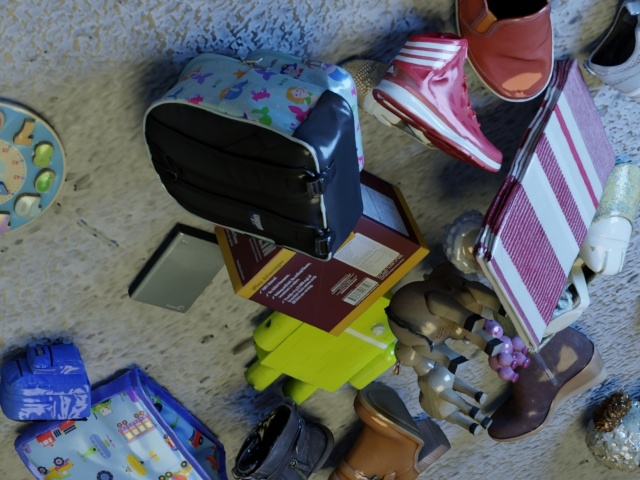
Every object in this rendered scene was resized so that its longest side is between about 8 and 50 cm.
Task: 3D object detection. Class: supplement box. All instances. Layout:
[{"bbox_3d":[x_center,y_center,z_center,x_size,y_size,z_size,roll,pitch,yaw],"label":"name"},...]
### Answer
[{"bbox_3d":[0.000,0.000,1.719,0.194,0.129,0.191,26,120,-39],"label":"supplement box"}]

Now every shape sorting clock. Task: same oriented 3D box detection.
[{"bbox_3d":[-0.409,-0.081,1.532,0.206,0.040,0.206,-12,137,-11],"label":"shape sorting clock"}]

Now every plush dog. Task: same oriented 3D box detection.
[{"bbox_3d":[0.597,0.365,2.321,0.225,0.210,0.262,0,138,10],"label":"plush dog"}]

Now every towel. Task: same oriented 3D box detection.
[{"bbox_3d":[0.306,-0.048,1.712,0.037,0.329,0.237,10,151,35],"label":"towel"}]

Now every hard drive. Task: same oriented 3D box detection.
[{"bbox_3d":[-0.192,0.041,1.759,0.094,0.022,0.135,18,125,-36],"label":"hard drive"}]

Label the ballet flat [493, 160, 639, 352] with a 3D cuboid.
[{"bbox_3d":[0.391,0.038,1.934,0.123,0.123,0.348,13,127,-33],"label":"ballet flat"}]

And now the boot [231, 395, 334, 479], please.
[{"bbox_3d":[-0.087,0.370,2.008,0.263,0.091,0.229,-60,156,-3],"label":"boot"}]

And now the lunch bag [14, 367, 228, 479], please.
[{"bbox_3d":[-0.305,0.331,1.946,0.221,0.138,0.293,-28,128,10],"label":"lunch bag"}]

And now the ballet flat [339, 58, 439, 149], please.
[{"bbox_3d":[0.108,-0.170,1.637,0.206,0.067,0.073,19,126,-36],"label":"ballet flat"}]

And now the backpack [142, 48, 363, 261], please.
[{"bbox_3d":[-0.076,-0.112,1.513,0.254,0.191,0.225,13,140,20],"label":"backpack"}]

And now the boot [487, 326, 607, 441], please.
[{"bbox_3d":[0.340,0.221,2.144,0.248,0.090,0.207,-37,124,17],"label":"boot"}]

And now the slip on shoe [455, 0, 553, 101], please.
[{"bbox_3d":[0.230,-0.284,1.550,0.123,0.101,0.331,-22,139,-3],"label":"slip on shoe"}]

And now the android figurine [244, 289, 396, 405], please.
[{"bbox_3d":[0.018,0.149,1.936,0.273,0.056,0.248,-41,135,21],"label":"android figurine"}]

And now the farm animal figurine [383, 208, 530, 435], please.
[{"bbox_3d":[0.191,0.112,1.847,0.327,0.172,0.330,10,106,-60],"label":"farm animal figurine"}]

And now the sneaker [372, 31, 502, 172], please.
[{"bbox_3d":[0.175,-0.179,1.589,0.221,0.087,0.128,31,88,-40],"label":"sneaker"}]

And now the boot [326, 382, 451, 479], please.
[{"bbox_3d":[0.072,0.357,2.138,0.220,0.109,0.283,-37,148,11],"label":"boot"}]

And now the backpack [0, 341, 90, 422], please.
[{"bbox_3d":[-0.390,0.199,1.787,0.120,0.098,0.101,-4,106,-19],"label":"backpack"}]

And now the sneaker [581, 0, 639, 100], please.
[{"bbox_3d":[0.447,-0.294,1.625,0.115,0.105,0.281,9,130,-30],"label":"sneaker"}]
